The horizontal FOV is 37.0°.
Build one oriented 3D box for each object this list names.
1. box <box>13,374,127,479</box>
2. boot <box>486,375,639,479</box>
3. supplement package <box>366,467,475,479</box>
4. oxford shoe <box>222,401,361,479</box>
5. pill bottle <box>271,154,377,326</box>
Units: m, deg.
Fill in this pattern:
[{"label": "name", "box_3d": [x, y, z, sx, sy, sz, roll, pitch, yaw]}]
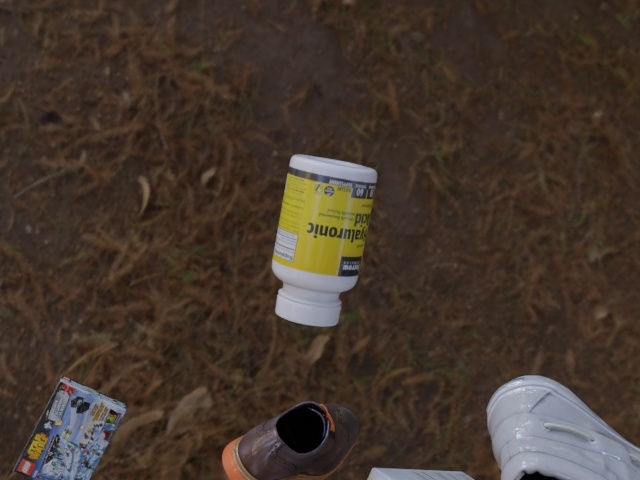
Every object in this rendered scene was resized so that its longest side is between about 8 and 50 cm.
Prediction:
[{"label": "box", "box_3d": [-0.323, 0.255, 1.236, 0.093, 0.027, 0.137, 28, 96, -12]}, {"label": "boot", "box_3d": [0.232, 0.213, 0.716, 0.258, 0.095, 0.123, 32, 26, -8]}, {"label": "supplement package", "box_3d": [0.165, 0.421, 1.379, 0.133, 0.139, 0.244, 29, 8, 41]}, {"label": "oxford shoe", "box_3d": [-0.008, 0.253, 1.231, 0.097, 0.098, 0.271, 55, 27, 14]}, {"label": "pill bottle", "box_3d": [0.000, 0.000, 0.692, 0.065, 0.065, 0.116, 6, 100, -27]}]
